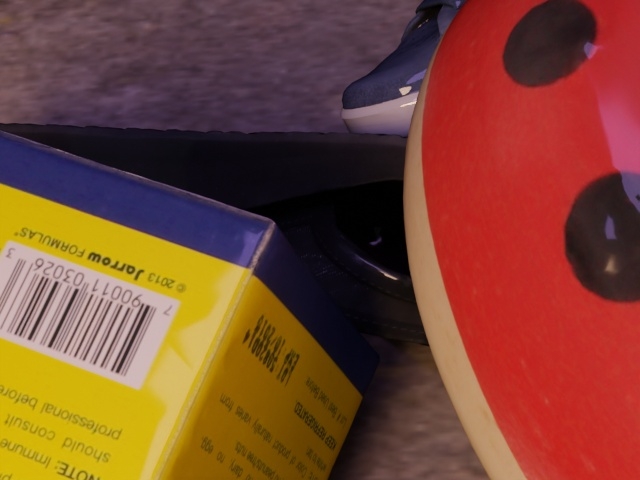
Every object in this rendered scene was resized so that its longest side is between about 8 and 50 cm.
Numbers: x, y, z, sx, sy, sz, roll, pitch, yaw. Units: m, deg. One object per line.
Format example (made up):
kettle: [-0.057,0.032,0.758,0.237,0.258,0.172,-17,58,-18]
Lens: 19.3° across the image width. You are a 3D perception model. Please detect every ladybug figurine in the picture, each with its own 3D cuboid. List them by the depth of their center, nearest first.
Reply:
ladybug figurine: [0.206,0.020,0.787,0.305,0.162,0.449,-33,70,-10]

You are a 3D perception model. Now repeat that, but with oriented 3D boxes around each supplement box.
supplement box: [-0.146,0.154,0.881,0.195,0.194,0.356,18,74,22]

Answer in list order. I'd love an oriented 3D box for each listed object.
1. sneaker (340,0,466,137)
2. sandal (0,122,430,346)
sneaker: [0.132,-0.194,1.074,0.350,0.148,0.131,-37,16,-15]
sandal: [0.000,0.000,1.037,0.446,0.167,0.107,4,86,25]
